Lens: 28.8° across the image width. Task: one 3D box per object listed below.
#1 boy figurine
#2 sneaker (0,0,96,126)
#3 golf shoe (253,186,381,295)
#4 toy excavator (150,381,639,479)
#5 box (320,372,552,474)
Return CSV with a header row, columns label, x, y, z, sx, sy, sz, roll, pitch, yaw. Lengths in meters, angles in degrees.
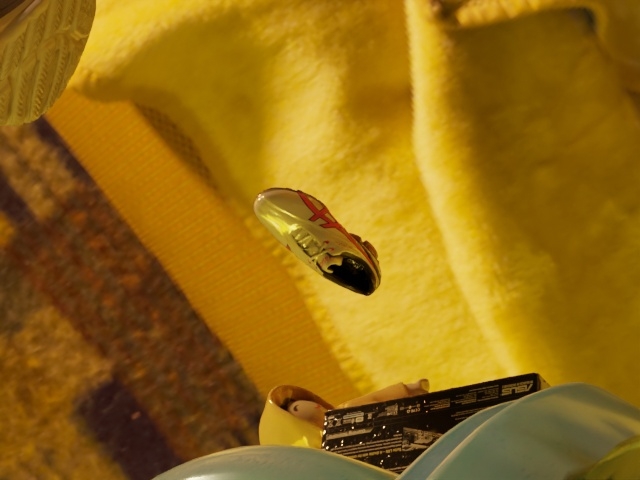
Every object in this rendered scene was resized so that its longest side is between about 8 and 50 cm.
label,x,y,z,sx,sy,sz,roll,pitch,yaw
boy figurine,0.076,0.194,1.320,0.177,0.285,0.092,-57,143,-63
sneaker,-0.300,-0.155,0.914,0.180,0.124,0.321,25,27,8
golf shoe,0.000,0.000,1.516,0.186,0.067,0.086,33,16,-14
toy excavator,-0.059,0.207,0.498,0.432,0.445,0.222,-59,143,1
box,0.091,0.190,0.907,0.077,0.180,0.147,46,39,-43
